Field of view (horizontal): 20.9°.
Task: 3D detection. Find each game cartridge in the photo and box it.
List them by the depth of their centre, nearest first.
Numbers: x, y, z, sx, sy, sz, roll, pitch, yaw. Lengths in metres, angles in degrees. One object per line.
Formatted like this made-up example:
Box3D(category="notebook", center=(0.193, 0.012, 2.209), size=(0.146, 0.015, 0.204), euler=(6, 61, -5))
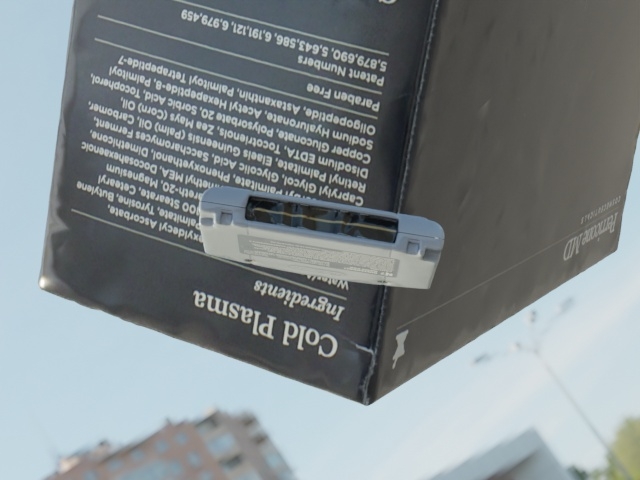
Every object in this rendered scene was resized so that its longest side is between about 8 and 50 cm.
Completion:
Box3D(category="game cartridge", center=(0.000, 0.000, 0.605), size=(0.083, 0.017, 0.056), euler=(9, -18, 1))

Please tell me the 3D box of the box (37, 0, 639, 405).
Box3D(category="box", center=(0.045, -0.129, 0.850), size=(0.343, 0.178, 0.313), euler=(-21, -56, -60))
